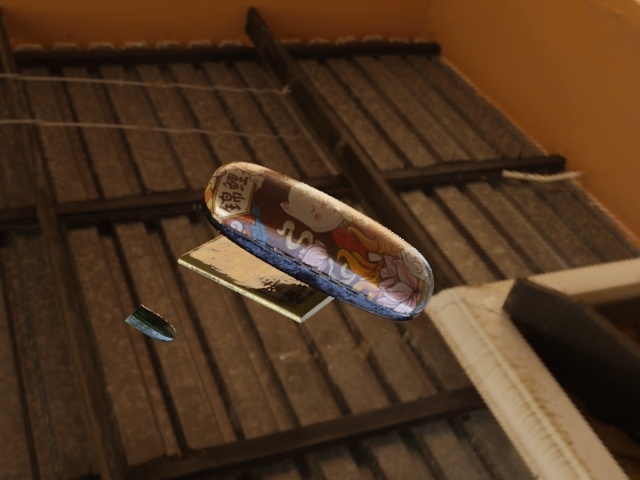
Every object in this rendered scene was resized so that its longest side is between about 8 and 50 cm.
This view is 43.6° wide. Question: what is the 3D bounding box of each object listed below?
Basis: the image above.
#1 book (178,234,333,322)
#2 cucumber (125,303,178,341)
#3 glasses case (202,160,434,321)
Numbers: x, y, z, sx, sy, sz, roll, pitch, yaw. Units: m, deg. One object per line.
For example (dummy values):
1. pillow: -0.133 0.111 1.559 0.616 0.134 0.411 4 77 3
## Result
1. book: -0.066 0.038 1.077 0.192 0.013 0.168 24 -153 20
2. cucumber: -0.331 0.168 1.586 0.105 0.048 0.048 35 -143 -13
3. glasses case: 0.000 0.000 1.031 0.321 0.082 0.122 27 -141 -7
